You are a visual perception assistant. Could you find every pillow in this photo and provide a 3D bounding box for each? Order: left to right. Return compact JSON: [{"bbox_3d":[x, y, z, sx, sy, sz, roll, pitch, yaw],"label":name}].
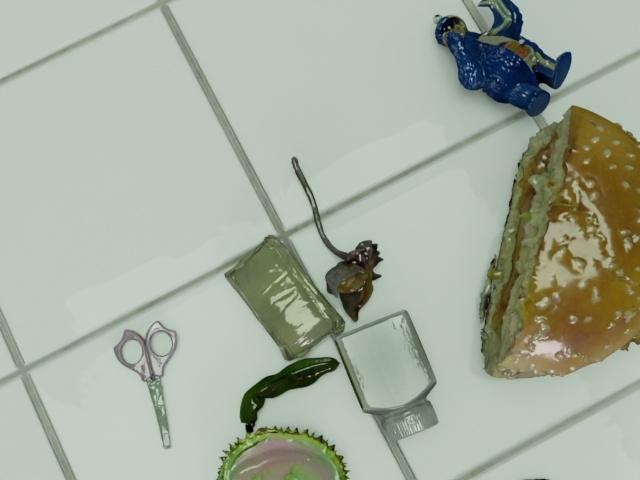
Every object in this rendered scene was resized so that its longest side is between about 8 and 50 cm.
[{"bbox_3d":[-0.061,0.100,1.375,0.119,0.053,0.208,-38,80,-2],"label":"pillow"}]

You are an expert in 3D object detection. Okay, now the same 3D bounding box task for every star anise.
[{"bbox_3d":[0.000,0.000,1.379,0.227,0.148,0.219,30,116,33],"label":"star anise"}]

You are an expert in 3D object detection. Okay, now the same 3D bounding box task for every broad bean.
[{"bbox_3d":[-0.061,0.240,1.351,0.195,0.046,0.061,-38,101,2],"label":"broad bean"}]

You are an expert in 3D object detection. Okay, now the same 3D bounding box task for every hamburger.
[{"bbox_3d":[0.433,0.019,1.281,0.286,0.268,0.446,14,78,0],"label":"hamburger"}]

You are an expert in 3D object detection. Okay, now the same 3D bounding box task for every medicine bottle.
[{"bbox_3d":[0.116,0.224,1.328,0.132,0.088,0.189,-21,79,-3],"label":"medicine bottle"}]

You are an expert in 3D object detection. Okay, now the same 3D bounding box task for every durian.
[{"bbox_3d":[-0.059,0.370,1.302,0.220,0.095,0.137,0,68,5],"label":"durian"}]

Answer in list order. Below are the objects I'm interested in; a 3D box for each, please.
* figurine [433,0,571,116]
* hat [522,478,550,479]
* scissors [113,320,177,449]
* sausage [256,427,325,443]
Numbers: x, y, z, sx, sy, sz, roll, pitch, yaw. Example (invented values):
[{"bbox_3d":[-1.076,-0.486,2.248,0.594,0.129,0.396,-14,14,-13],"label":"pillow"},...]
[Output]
[{"bbox_3d":[0.305,-0.317,1.427,0.164,0.121,0.262,-36,65,-5],"label":"figurine"},{"bbox_3d":[0.347,0.423,1.300,0.076,0.059,0.077,-4,83,5],"label":"hat"},{"bbox_3d":[-0.279,0.244,1.369,0.110,0.021,0.212,-14,78,1],"label":"scissors"},{"bbox_3d":[-0.050,0.329,1.344,0.116,0.026,0.026,10,79,4],"label":"sausage"}]
